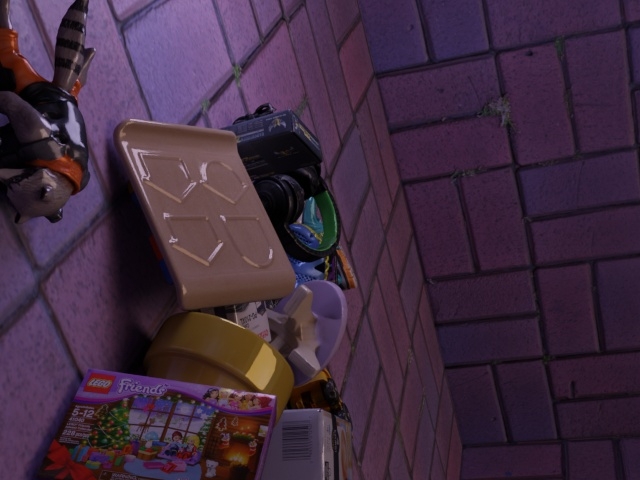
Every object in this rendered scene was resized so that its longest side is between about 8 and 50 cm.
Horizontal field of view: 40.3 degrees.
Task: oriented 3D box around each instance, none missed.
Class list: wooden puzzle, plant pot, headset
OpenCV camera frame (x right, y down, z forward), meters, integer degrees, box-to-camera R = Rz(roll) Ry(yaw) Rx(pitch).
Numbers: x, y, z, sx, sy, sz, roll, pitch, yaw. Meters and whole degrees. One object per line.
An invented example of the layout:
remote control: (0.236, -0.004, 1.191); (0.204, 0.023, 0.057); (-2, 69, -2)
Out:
wooden puzzle: (-0.215, -0.041, 1.583); (0.322, 0.080, 0.348); (-2, 67, -56)
plant pot: (-0.202, 0.285, 1.435); (0.239, 0.254, 0.254); (-63, 145, -35)
headset: (-0.068, -0.136, 2.064); (0.394, 0.185, 0.243); (52, 37, -17)

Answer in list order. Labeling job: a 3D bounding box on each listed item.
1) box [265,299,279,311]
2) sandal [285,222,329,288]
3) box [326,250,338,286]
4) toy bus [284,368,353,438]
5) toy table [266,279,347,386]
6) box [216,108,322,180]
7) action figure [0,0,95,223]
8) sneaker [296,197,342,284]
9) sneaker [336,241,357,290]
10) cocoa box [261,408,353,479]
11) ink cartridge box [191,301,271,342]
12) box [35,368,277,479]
box: (-0.119, 0.165, 2.086); (0.083, 0.018, 0.067); (-59, 139, -63)
sandal: (-0.045, 0.111, 2.187); (0.138, 0.126, 0.317); (-36, 115, -66)
box: (-0.013, 0.087, 2.299); (0.029, 0.116, 0.162); (40, 44, -64)
toy bus: (-0.018, 0.377, 2.141); (0.211, 0.149, 0.220); (-95, 166, -57)
toy table: (-0.069, 0.209, 1.898); (0.161, 0.252, 0.274); (7, 108, -62)
box: (-0.134, -0.190, 1.834); (0.183, 0.233, 0.059); (41, 38, -65)
action figure: (-0.387, -0.183, 1.133); (0.341, 0.178, 0.330); (50, 26, -63)
sneaker: (0.000, 0.000, 2.389); (0.107, 0.110, 0.275); (-11, 92, -73)
sneaker: (0.033, 0.051, 2.535); (0.084, 0.083, 0.215); (40, 26, -72)
cocoa box: (-0.067, 0.525, 1.735); (0.228, 0.231, 0.347); (45, 41, -64)
ink cartridge box: (-0.187, 0.112, 1.754); (0.172, 0.100, 0.237); (-19, 101, -72)
box: (-0.223, 0.290, 1.238); (0.201, 0.293, 0.057); (-77, 172, -51)
